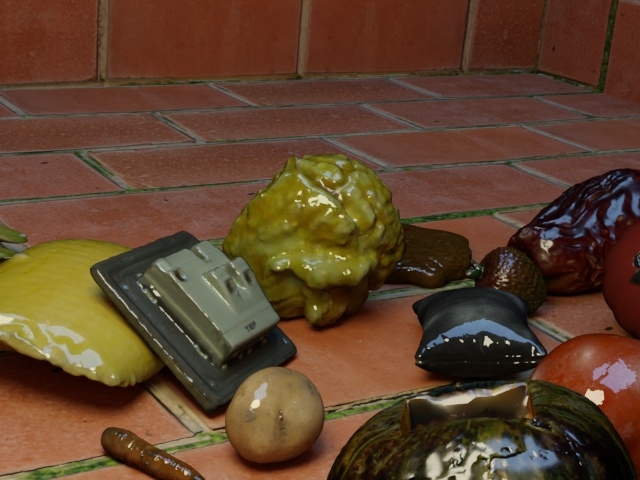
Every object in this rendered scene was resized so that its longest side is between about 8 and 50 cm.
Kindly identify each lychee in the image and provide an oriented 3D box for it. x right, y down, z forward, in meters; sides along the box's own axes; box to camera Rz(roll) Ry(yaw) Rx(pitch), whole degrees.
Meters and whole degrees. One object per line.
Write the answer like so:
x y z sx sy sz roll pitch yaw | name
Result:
0.304 0.069 1.918 0.146 0.114 0.114 23 17 -8 | lychee

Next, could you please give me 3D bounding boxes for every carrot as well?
-0.191 0.254 1.346 0.165 0.036 0.035 20 23 31 | carrot

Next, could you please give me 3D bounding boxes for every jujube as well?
0.486 -0.008 2.085 0.342 0.216 0.216 -18 28 -33 | jujube

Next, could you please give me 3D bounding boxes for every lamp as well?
0.560 0.068 1.854 0.227 0.227 0.227 5 18 -2 | lamp

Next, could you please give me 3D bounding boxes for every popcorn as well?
-0.002 -0.009 1.806 0.247 0.282 0.282 39 25 6 | popcorn

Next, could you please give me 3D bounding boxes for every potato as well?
-0.052 0.212 1.405 0.112 0.112 0.147 16 24 29 | potato

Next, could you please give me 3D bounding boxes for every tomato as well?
0.335 0.206 1.358 0.208 0.208 0.184 8 38 8 | tomato

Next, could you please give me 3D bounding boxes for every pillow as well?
0.227 0.129 1.722 0.186 0.106 0.250 -2 16 3 | pillow

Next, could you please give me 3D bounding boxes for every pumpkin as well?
0.157 0.251 1.154 0.320 0.192 0.320 -12 6 1 | pumpkin

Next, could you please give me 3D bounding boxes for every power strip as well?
-0.153 0.088 1.592 0.251 0.092 0.257 52 26 5 | power strip

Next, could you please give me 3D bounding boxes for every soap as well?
-0.327 0.098 1.630 0.306 0.115 0.427 15 19 12 | soap

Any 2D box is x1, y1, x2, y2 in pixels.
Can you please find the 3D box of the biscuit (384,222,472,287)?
0.148 0.018 2.129 0.257 0.049 0.273 10 20 13 | biscuit

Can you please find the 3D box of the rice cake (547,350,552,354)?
0.376 0.216 1.601 0.045 0.042 0.245 -14 23 -18 | rice cake

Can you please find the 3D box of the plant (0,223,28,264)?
-0.635 -0.031 1.847 0.261 0.297 0.306 -32 47 -11 | plant
